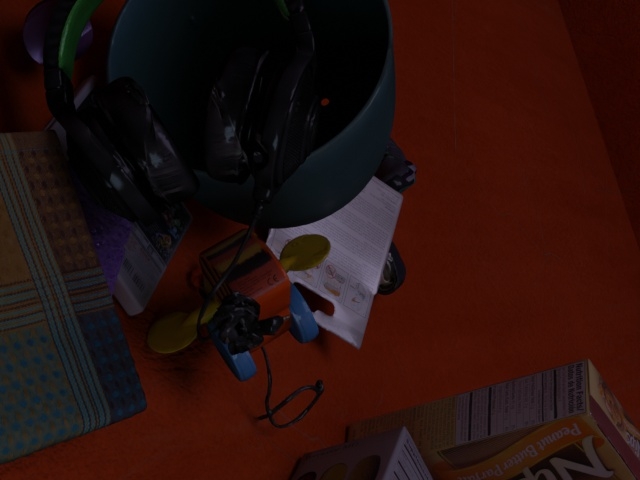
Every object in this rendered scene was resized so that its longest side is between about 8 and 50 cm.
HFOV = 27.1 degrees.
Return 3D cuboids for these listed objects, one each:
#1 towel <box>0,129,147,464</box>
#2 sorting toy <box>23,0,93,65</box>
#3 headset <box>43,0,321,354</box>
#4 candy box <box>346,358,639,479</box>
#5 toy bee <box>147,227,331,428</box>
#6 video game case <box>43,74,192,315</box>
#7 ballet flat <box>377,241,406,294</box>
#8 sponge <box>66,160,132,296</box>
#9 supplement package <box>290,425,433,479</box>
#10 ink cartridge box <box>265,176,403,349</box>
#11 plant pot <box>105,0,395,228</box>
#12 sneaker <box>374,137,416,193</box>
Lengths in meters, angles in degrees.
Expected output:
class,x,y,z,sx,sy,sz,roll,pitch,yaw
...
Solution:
class,x,y,z,sx,sy,sz,roll,pitch,yaw
towel,-0.296,0.047,1.006,0.370,0.040,0.271,-12,82,-58
sorting toy,-0.321,-0.336,1.254,0.365,0.127,0.126,63,-4,-19
headset,-0.111,-0.095,1.157,0.185,0.243,0.394,75,1,-80
candy box,0.208,0.261,1.569,0.183,0.316,0.087,50,32,-36
toy bee,-0.091,0.068,1.347,0.195,0.298,0.162,-20,58,-32
video game case,-0.208,-0.047,1.319,0.190,0.022,0.173,57,29,-23
ballet flat,0.054,-0.010,1.757,0.203,0.074,0.074,61,27,-23
sponge,-0.234,0.034,1.170,0.117,0.031,0.210,46,40,-38
supplement package,0.032,0.326,1.380,0.134,0.139,0.244,63,25,-16
ink cartridge box,0.000,0.000,1.634,0.181,0.056,0.224,32,62,-29
plant pot,-0.052,-0.145,1.412,0.235,0.293,0.293,66,15,-63
sneaker,0.077,-0.106,1.856,0.098,0.083,0.223,56,9,-5
